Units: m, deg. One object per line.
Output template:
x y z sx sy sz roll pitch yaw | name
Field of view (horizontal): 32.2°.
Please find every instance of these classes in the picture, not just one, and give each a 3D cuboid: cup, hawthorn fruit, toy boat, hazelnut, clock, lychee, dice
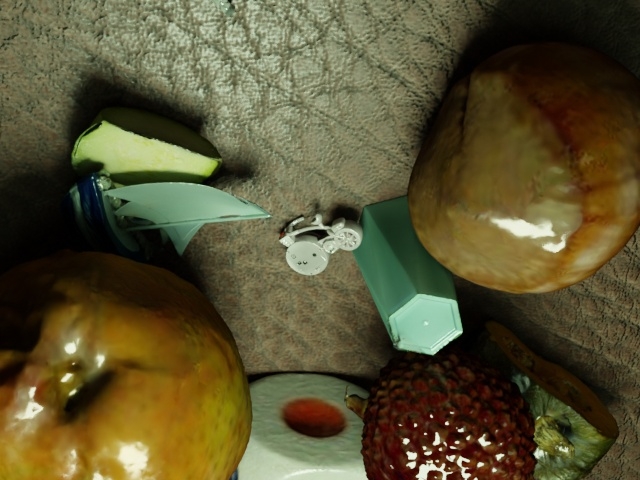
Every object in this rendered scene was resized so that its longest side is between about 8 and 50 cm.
0.125 0.052 1.604 0.148 0.235 0.134 -16 122 5 | cup
-0.317 0.209 1.509 0.472 0.471 0.471 -4 123 -6 | hawthorn fruit
-0.222 -0.023 1.576 0.292 0.070 0.210 7 150 -11 | toy boat
0.300 -0.089 1.511 0.372 0.315 0.372 -24 153 -13 | hazelnut
0.000 0.000 1.653 0.129 0.041 0.087 -26 115 30 | clock
0.169 0.279 1.596 0.300 0.264 0.264 19 127 27 | lychee
-0.025 0.379 1.791 0.259 0.243 0.251 1 123 -11 | dice

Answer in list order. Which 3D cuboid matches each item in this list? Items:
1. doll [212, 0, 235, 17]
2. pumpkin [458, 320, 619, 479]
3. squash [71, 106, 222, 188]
-0.166 -0.381 1.390 0.114 0.057 0.227 -37 122 20 | doll
0.342 0.275 1.786 0.317 0.222 0.139 38 112 -26 | pumpkin
-0.249 -0.129 1.539 0.192 0.085 0.184 19 150 -26 | squash
